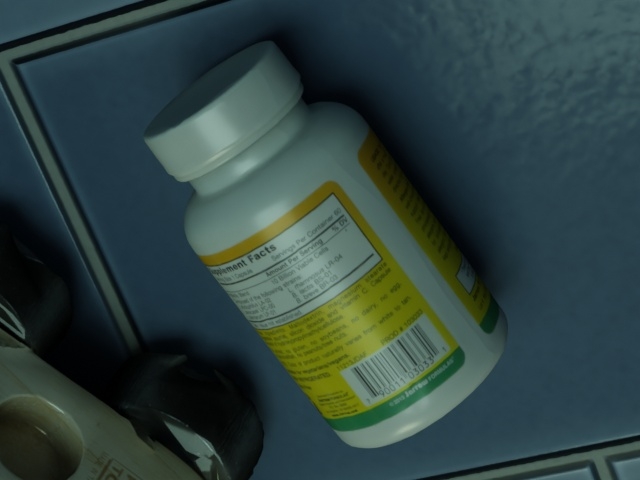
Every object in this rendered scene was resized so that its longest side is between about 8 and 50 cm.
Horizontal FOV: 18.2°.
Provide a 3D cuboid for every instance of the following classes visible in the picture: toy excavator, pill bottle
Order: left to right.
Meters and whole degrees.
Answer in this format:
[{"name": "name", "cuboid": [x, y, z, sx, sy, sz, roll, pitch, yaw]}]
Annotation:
[{"name": "toy excavator", "cuboid": [-0.200, 0.263, 1.248, 0.433, 0.222, 0.445, 37, 134, -7]}, {"name": "pill bottle", "cuboid": [0.000, 0.000, 1.082, 0.117, 0.117, 0.208, -30, 107, 26]}]
